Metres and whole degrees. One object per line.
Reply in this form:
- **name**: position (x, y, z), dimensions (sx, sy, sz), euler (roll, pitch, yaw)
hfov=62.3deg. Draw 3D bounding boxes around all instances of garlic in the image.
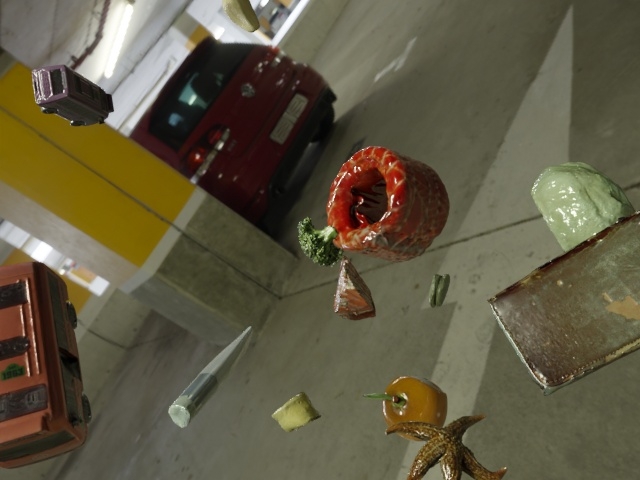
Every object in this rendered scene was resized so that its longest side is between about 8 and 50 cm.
- **garlic**: position (-0.129, -0.374, 0.851), dimensions (0.053, 0.083, 0.041), euler (22, 68, 43)

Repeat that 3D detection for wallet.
- **wallet**: position (0.300, 0.053, 0.540), dimensions (0.232, 0.031, 0.122), euler (-33, 56, 14)

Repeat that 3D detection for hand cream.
- **hand cream**: position (-0.202, 0.258, 1.031), dimensions (0.080, 0.048, 0.255), euler (-62, -9, 31)

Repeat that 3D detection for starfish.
- **starfish**: position (0.237, 0.384, 0.986), dimensions (0.238, 0.213, 0.057), euler (-37, -33, -39)

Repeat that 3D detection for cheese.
- **cheese**: position (-0.044, 0.326, 0.996), dimensions (0.084, 0.060, 0.041), euler (-27, -16, -26)

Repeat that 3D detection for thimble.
- **thimble**: position (0.193, -0.104, 1.599), dimensions (0.350, 0.230, 0.351), euler (-28, 54, 47)

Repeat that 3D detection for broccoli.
- **broccoli**: position (0.000, 0.000, 1.103), dimensions (0.092, 0.095, 0.097), euler (-42, 43, 15)

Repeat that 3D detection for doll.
- **doll**: position (0.275, 0.517, 1.652), dimensions (0.213, 0.236, 0.214), euler (-22, 56, 36)

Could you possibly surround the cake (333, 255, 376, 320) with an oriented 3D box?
- **cake**: position (0.085, 0.153, 1.597), dimensions (0.134, 0.287, 0.098), euler (-3, 51, 16)

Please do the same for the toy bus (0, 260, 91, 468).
- **toy bus**: position (-0.667, 0.276, 1.205), dimensions (0.233, 0.202, 0.427), euler (109, 144, -63)

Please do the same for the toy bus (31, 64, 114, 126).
- **toy bus**: position (-0.535, -0.311, 1.151), dimensions (0.098, 0.087, 0.178), euler (-12, -4, 6)

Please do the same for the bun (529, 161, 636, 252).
- **bun**: position (0.420, -0.040, 0.827), dimensions (0.118, 0.195, 0.195), euler (-37, 23, 24)

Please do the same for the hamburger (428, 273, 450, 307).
- **hamburger**: position (0.390, 0.173, 1.756), dimensions (0.084, 0.054, 0.121), euler (-34, -45, -62)
